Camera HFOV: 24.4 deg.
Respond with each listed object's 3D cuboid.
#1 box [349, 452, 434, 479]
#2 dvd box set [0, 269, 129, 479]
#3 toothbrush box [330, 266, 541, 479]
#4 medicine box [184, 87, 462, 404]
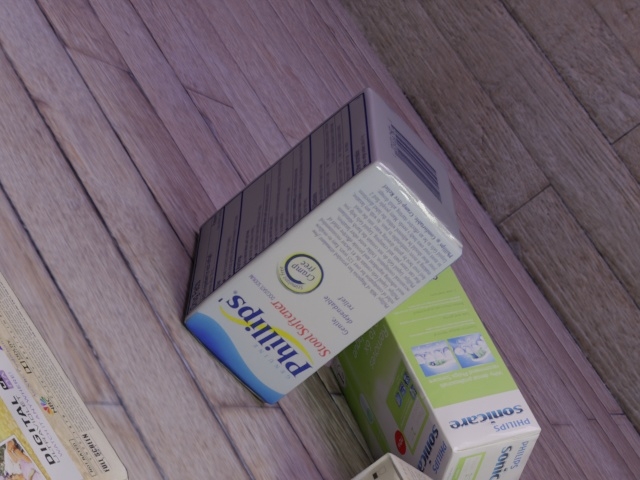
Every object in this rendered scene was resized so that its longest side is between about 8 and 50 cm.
[{"bbox_3d":[0.122,0.352,1.532,0.311,0.148,0.121,36,19,-44],"label":"box"},{"bbox_3d":[-0.315,0.083,1.003,0.307,0.062,0.420,55,15,9],"label":"dvd box set"},{"bbox_3d":[0.131,0.187,1.793,0.206,0.122,0.283,104,-33,-47],"label":"toothbrush box"},{"bbox_3d":[0.000,0.000,1.701,0.149,0.289,0.263,45,16,-17],"label":"medicine box"}]
